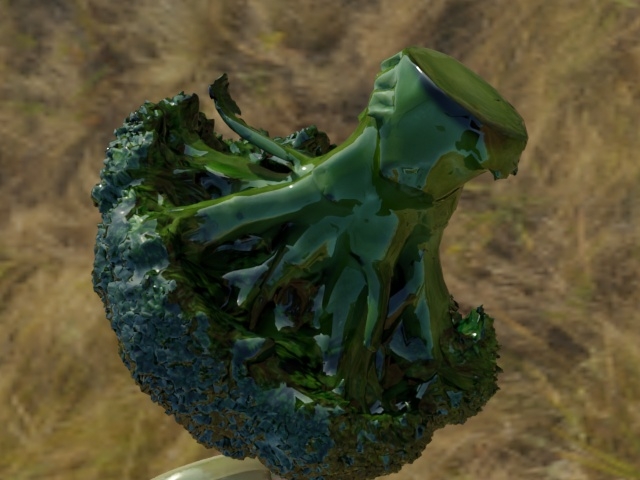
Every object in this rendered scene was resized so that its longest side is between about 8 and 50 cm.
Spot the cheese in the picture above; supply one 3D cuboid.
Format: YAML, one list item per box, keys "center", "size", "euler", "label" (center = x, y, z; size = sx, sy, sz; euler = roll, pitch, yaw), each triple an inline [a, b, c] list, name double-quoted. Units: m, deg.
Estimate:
- center: [-0.086, 0.256, 1.695]
  size: [0.064, 0.227, 0.137]
  euler: [67, 152, 17]
  label: "cheese"

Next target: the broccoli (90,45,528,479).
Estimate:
- center: [0.000, 0.000, 1.041]
  size: [0.297, 0.297, 0.297]
  euler: [-51, 54, 24]
  label: "broccoli"
